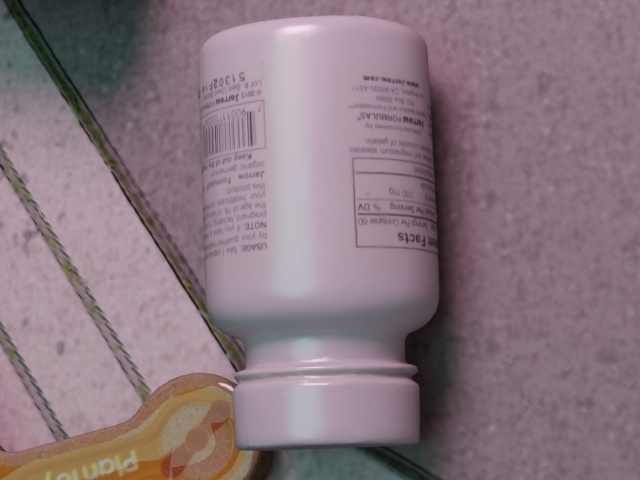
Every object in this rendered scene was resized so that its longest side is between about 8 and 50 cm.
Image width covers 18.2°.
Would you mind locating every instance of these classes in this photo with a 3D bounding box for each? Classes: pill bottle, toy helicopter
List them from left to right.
[{"bbox_3d":[-0.193,0.178,1.191,0.355,0.140,0.235,-19,70,11],"label":"toy helicopter"},{"bbox_3d":[0.000,0.000,1.107,0.131,0.131,0.229,-6,82,26],"label":"pill bottle"}]
